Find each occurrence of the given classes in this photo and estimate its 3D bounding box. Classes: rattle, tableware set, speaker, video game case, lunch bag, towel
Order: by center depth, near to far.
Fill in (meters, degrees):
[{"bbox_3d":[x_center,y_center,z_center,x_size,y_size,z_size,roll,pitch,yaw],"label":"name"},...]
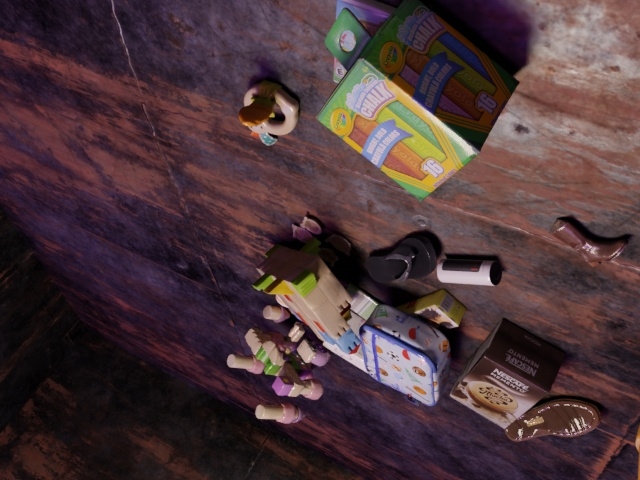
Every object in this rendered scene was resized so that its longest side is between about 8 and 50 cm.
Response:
[{"bbox_3d":[0.121,-0.315,1.188,0.212,0.023,0.193,26,149,16],"label":"video game case"},{"bbox_3d":[-0.132,-0.231,1.457,0.130,0.143,0.199,24,148,-18],"label":"rattle"},{"bbox_3d":[0.326,0.069,1.503,0.136,0.055,0.055,2,137,45],"label":"speaker"},{"bbox_3d":[0.000,0.000,1.769,0.168,0.020,0.141,35,150,0],"label":"tableware set"},{"bbox_3d":[0.213,0.302,1.785,0.243,0.115,0.303,23,149,23],"label":"lunch bag"},{"bbox_3d":[0.128,0.180,1.904,0.152,0.023,0.113,37,148,1],"label":"towel"}]

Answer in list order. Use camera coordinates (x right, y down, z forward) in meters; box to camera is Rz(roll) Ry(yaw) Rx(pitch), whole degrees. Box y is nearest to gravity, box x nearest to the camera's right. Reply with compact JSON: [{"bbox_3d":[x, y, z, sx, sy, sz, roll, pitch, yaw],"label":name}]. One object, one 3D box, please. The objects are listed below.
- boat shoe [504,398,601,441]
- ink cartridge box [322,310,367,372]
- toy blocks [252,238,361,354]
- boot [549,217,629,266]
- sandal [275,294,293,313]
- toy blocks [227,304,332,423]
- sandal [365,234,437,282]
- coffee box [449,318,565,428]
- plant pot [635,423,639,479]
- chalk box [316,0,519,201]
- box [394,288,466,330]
[{"bbox_3d":[0.602,0.453,1.765,0.257,0.095,0.095,-21,78,41],"label":"boat shoe"},{"bbox_3d":[0.087,0.279,1.988,0.198,0.115,0.067,31,151,9],"label":"ink cartridge box"},{"bbox_3d":[-0.015,0.154,1.779,0.261,0.191,0.381,52,166,-18],"label":"toy blocks"},{"bbox_3d":[0.486,-0.007,1.256,0.114,0.037,0.106,40,148,0],"label":"boot"},{"bbox_3d":[-0.084,0.177,2.053,0.102,0.076,0.265,24,149,19],"label":"sandal"},{"bbox_3d":[-0.075,0.377,2.151,0.260,0.309,0.288,17,-155,-43],"label":"toy blocks"},{"bbox_3d":[0.183,0.059,1.604,0.097,0.054,0.254,60,148,0],"label":"sandal"},{"bbox_3d":[0.452,0.335,1.695,0.168,0.119,0.297,30,150,11],"label":"coffee box"},{"bbox_3d":[0.802,0.525,1.544,0.205,0.188,0.205,25,149,16],"label":"plant pot"},{"bbox_3d":[0.126,-0.240,1.086,0.289,0.179,0.180,36,150,-4],"label":"chalk box"},{"bbox_3d":[0.262,0.192,1.744,0.087,0.058,0.232,40,151,-9],"label":"box"}]
